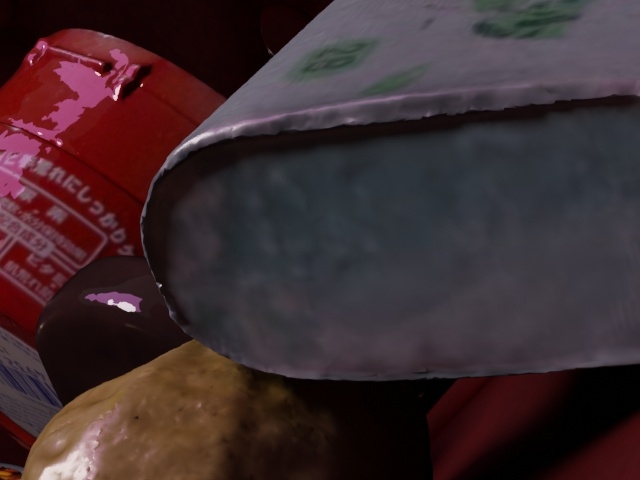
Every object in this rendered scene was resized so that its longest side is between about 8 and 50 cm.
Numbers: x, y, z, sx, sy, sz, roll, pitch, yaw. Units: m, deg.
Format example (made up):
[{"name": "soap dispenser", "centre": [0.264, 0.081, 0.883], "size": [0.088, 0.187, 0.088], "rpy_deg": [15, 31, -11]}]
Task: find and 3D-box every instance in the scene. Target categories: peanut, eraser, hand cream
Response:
[{"name": "peanut", "centre": [-0.042, 0.097, 0.481], "size": [0.095, 0.108, 0.226], "rpy_deg": [-57, -2, 42]}, {"name": "eraser", "centre": [0.070, -0.048, 0.538], "size": [0.174, 0.081, 0.227], "rpy_deg": [-8, 22, 25]}, {"name": "hand cream", "centre": [-0.097, 0.023, 0.868], "size": [0.149, 0.230, 0.230], "rpy_deg": [-50, 3, -23]}]

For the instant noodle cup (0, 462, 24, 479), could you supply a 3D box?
[{"name": "instant noodle cup", "centre": [-0.162, 0.176, 0.788], "size": [0.125, 0.178, 0.208], "rpy_deg": [-29, -47, -46]}]

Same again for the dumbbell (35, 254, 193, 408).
[{"name": "dumbbell", "centre": [-0.094, 0.120, 0.606], "size": [0.124, 0.140, 0.225], "rpy_deg": [14, 50, 37]}]

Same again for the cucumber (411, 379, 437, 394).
[{"name": "cucumber", "centre": [0.058, 0.011, 0.744], "size": [0.181, 0.053, 0.053], "rpy_deg": [-51, 4, -27]}]
